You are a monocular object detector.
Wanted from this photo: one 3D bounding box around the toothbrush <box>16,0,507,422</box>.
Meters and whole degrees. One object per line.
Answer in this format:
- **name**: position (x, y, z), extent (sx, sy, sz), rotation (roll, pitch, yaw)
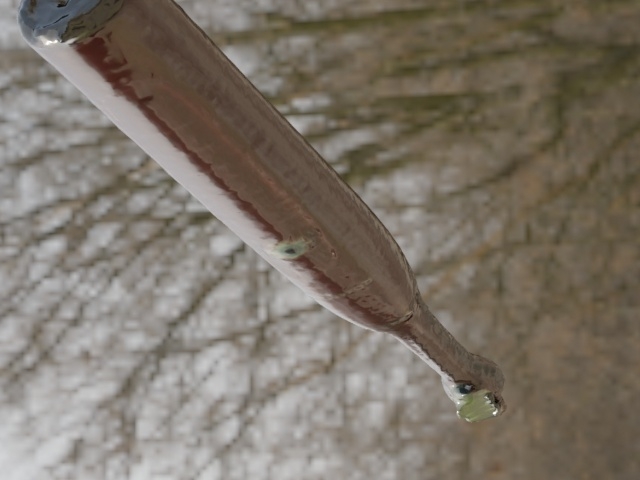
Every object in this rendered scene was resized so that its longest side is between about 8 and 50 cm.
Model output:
- **toothbrush**: position (0.000, -0.001, 0.669), extent (0.364, 0.040, 0.041), rotation (45, -135, -57)
